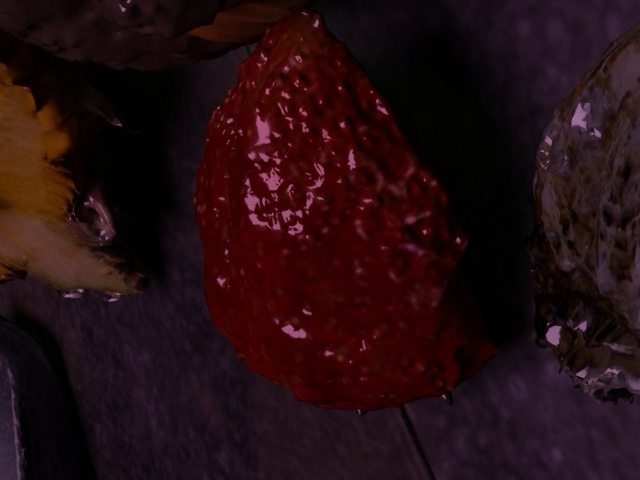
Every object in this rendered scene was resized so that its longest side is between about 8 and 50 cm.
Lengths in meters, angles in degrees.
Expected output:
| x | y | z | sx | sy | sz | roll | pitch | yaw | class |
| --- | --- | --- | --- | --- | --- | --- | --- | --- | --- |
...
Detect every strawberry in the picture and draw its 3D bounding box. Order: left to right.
| x | y | z | sx | sy | sz | roll | pitch | yaw | class |
| --- | --- | --- | --- | --- | --- | --- | --- | --- | --- |
| 0.000 | 0.000 | 0.479 | 0.146 | 0.082 | 0.187 | 25 | 143 | 34 | strawberry |

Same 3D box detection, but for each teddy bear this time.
| x | y | z | sx | sy | sz | roll | pitch | yaw | class |
| --- | --- | --- | --- | --- | --- | --- | --- | --- | --- |
| -0.021 | -0.140 | 0.451 | 0.190 | 0.140 | 0.177 | -12 | 50 | 52 | teddy bear |

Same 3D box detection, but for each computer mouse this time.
| x | y | z | sx | sy | sz | roll | pitch | yaw | class |
| --- | --- | --- | --- | --- | --- | --- | --- | --- | --- |
| -0.206 | 0.151 | 0.834 | 0.113 | 0.068 | 0.229 | -13 | 81 | 34 | computer mouse |

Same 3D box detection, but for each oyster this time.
| x | y | z | sx | sy | sz | roll | pitch | yaw | class |
| --- | --- | --- | --- | --- | --- | --- | --- | --- | --- |
| 0.114 | -0.016 | 0.384 | 0.177 | 0.064 | 0.125 | 142 | 122 | -61 | oyster |

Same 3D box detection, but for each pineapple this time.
| x | y | z | sx | sy | sz | roll | pitch | yaw | class |
| --- | --- | --- | --- | --- | --- | --- | --- | --- | --- |
| -0.148 | -0.058 | 0.675 | 0.250 | 0.164 | 0.140 | 124 | 163 | -50 | pineapple |
